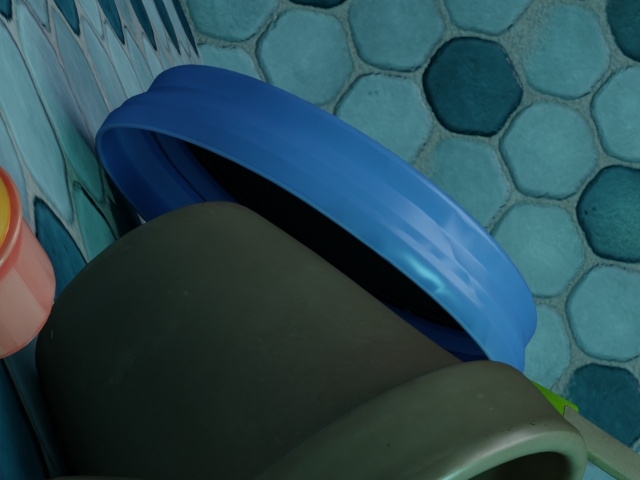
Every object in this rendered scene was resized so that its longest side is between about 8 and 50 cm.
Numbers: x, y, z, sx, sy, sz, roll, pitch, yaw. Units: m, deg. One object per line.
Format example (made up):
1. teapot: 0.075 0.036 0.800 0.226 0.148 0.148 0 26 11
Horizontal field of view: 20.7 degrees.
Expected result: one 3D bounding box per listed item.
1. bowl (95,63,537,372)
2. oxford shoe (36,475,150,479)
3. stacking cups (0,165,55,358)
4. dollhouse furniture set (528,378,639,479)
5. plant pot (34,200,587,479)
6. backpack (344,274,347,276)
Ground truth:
1. bowl: 0.000 0.000 1.402 0.391 0.077 0.391 31 -16 10
2. oxford shoe: -0.082 0.190 0.629 0.348 0.123 0.130 -107 -159 -73
3. stacking cups: -0.180 -0.056 0.632 0.316 0.096 0.096 71 -1 -59
4. dollhouse furniture set: 0.138 0.290 1.384 0.151 0.301 0.197 32 18 1
5. plant pot: -0.029 0.108 0.920 0.229 0.263 0.263 50 -6 26
6. backpack: -0.008 0.160 1.327 0.253 0.191 0.225 74 -4 -59
